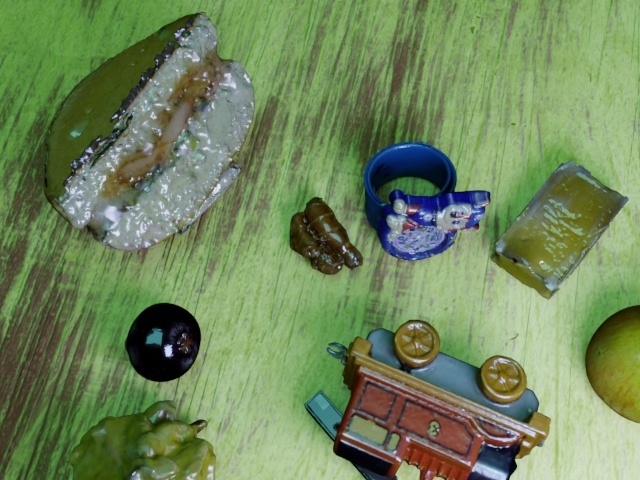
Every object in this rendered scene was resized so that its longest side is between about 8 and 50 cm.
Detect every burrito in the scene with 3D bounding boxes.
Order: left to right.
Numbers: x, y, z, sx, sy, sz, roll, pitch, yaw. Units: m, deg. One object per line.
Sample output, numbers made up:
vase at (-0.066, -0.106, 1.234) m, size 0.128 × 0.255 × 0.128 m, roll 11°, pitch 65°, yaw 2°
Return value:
burrito at (-0.222, -0.087, 1.544) m, size 0.185 × 0.041 × 0.045 m, roll -47°, pitch 112°, yaw -15°

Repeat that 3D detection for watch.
watch at (0.175, -0.080, 1.445) m, size 0.196 × 0.171 × 0.200 m, roll -4°, pitch 54°, yaw -9°

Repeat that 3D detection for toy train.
toy train at (0.165, 0.270, 1.261) m, size 0.369 × 0.163 × 0.232 m, roll 22°, pitch 64°, yaw 9°

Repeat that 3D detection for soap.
soap at (0.424, -0.022, 1.430) m, size 0.135 × 0.076 × 0.233 m, roll 38°, pitch 74°, yaw 18°

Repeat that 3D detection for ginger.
ginger at (0.000, 0.000, 1.462) m, size 0.103 × 0.073 × 0.162 m, roll -34°, pitch 68°, yaw -8°

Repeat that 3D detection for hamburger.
hamburger at (-0.334, -0.192, 1.481) m, size 0.287 × 0.268 × 0.445 m, roll 15°, pitch 67°, yaw 44°

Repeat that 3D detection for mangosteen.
mangosteen at (-0.285, 0.178, 1.394) m, size 0.151 × 0.137 × 0.137 m, roll -9°, pitch 60°, yaw 40°

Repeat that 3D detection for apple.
apple at (0.527, 0.194, 1.269) m, size 0.196 × 0.196 × 0.196 m, roll -2°, pitch 66°, yaw 5°

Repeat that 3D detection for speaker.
speaker at (0.050, 0.334, 1.325) m, size 0.040 × 0.046 × 0.191 m, roll -39°, pitch 69°, yaw -12°

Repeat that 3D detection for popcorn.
popcorn at (-0.277, 0.379, 1.279) m, size 0.233 × 0.192 × 0.266 m, roll 6°, pitch 42°, yaw 25°
